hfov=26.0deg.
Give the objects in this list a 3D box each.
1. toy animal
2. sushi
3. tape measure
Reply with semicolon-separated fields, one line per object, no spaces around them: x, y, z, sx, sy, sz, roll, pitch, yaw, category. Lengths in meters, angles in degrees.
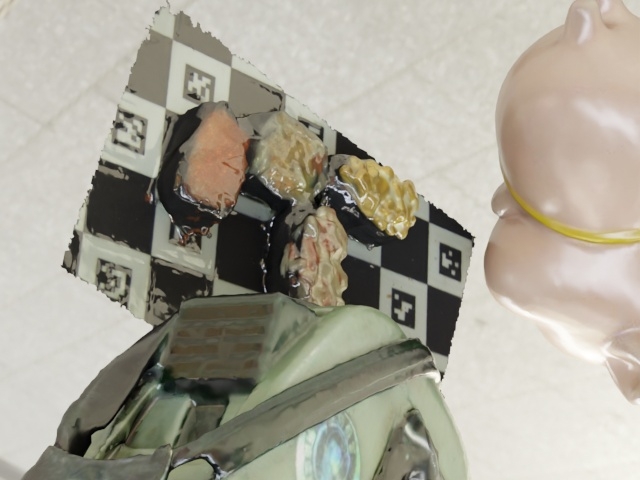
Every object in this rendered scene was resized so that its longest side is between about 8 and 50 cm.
0.174;-0.040;0.864;0.149;0.165;0.248;10;126;40;toy animal
0.000;0.000;0.780;0.043;0.192;0.279;-18;135;43;sushi
-0.010;0.110;0.606;0.115;0.207;0.235;-2;133;33;tape measure
